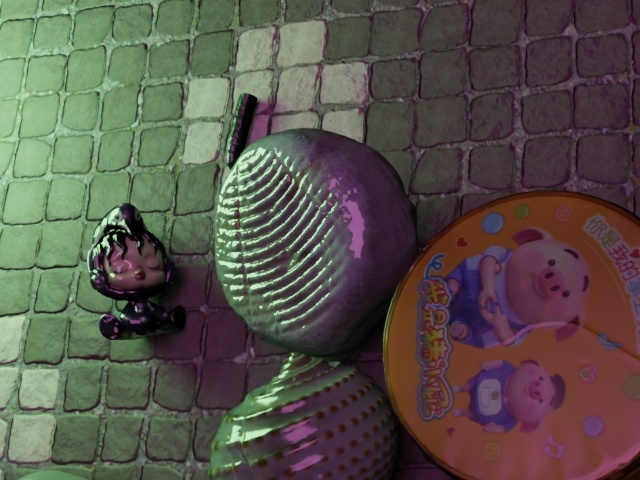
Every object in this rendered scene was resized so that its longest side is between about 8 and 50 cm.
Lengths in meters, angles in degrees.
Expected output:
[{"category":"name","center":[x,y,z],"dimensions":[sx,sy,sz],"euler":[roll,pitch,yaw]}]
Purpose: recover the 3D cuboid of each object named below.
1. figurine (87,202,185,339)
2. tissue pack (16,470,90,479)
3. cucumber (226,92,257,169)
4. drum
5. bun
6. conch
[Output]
[{"category":"figurine","center":[-0.300,0.051,2.163],"dimensions":[0.145,0.145,0.222],"euler":[-15,76,17]},{"category":"tissue pack","center":[-0.392,0.507,1.955],"dimensions":[0.230,0.236,0.333],"euler":[13,77,26]},{"category":"cucumber","center":[-0.134,-0.176,2.222],"dimensions":[0.032,0.032,0.133],"euler":[7,74,25]},{"category":"drum","center":[0.306,0.163,1.790],"dimensions":[0.431,0.214,0.431],"euler":[-9,64,20]},{"category":"bun","center":[-0.002,-0.006,1.996],"dimensions":[0.355,0.194,0.354],"euler":[2,93,42]},{"category":"conch","center":[-0.039,0.323,1.895],"dimensions":[0.303,0.215,0.319],"euler":[-14,64,29]}]
